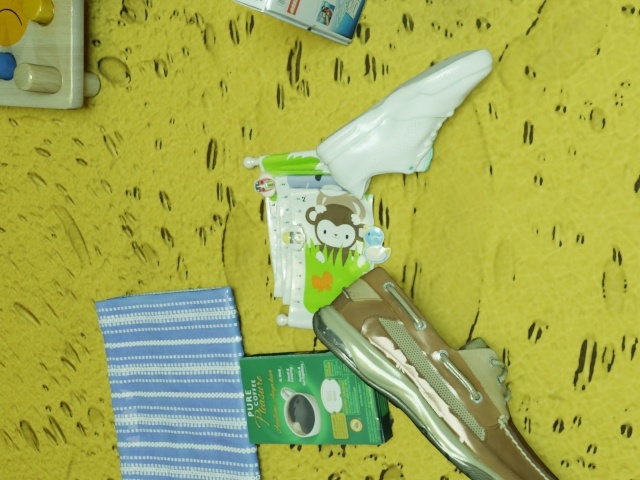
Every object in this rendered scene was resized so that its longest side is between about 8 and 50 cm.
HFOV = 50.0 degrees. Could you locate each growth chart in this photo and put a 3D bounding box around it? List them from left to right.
[{"bbox_3d":[0.000,0.000,0.828,0.172,0.021,0.237,-9,91,26],"label":"growth chart"}]

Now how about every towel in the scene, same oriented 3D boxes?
[{"bbox_3d":[-0.197,0.236,0.934,0.243,0.040,0.335,-7,92,29],"label":"towel"}]

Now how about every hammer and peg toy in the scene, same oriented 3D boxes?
[{"bbox_3d":[-0.476,-0.315,0.981,0.362,0.127,0.265,7,100,26],"label":"hammer and peg toy"}]

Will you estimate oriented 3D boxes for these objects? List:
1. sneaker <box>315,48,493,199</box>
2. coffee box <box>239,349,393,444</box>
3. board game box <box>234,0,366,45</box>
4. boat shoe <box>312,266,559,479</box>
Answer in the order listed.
[{"bbox_3d":[0.103,-0.122,0.743,0.212,0.080,0.094,-31,100,24],"label":"sneaker"},{"bbox_3d":[-0.009,0.190,0.838,0.184,0.040,0.113,-10,88,27],"label":"coffee box"},{"bbox_3d":[0.023,-0.364,0.684,0.053,0.193,0.305,26,106,22],"label":"board game box"},{"bbox_3d":[0.140,0.154,0.715,0.324,0.122,0.120,42,84,6],"label":"boat shoe"}]
